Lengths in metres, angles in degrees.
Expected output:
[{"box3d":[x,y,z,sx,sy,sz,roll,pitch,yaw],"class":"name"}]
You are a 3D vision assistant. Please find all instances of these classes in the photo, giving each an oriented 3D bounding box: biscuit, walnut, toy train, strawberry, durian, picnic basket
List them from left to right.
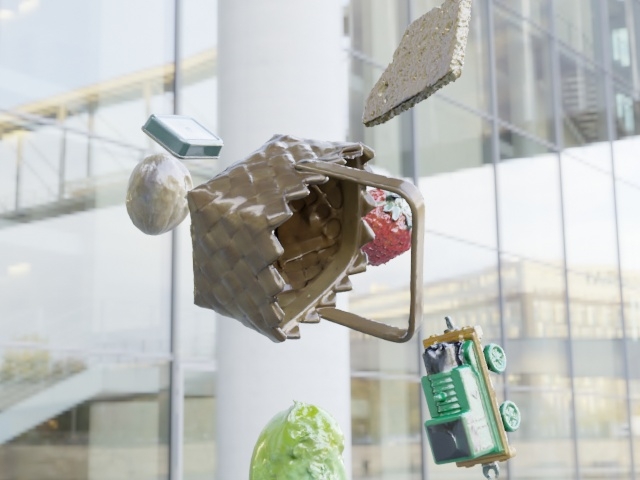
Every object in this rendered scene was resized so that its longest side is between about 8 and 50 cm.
[{"box3d":[-0.319,-0.091,2.205,0.140,0.162,0.140,-4,1,0],"class":"walnut"},{"box3d":[-0.031,0.470,2.160,0.204,0.339,0.256,-4,-3,-32],"class":"durian"},{"box3d":[0.000,0.000,1.588,0.321,0.254,0.291,16,34,27],"class":"picnic basket"},{"box3d":[0.098,-0.022,1.975,0.148,0.131,0.131,-30,-23,23],"class":"strawberry"},{"box3d":[0.130,-0.242,1.518,0.026,0.131,0.237,19,-20,-22],"class":"biscuit"},{"box3d":[0.191,0.215,1.500,0.091,0.227,0.136,-19,-5,37],"class":"toy train"}]

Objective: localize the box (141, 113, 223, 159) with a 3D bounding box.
[{"box3d":[-0.209,-0.160,1.713,0.091,0.031,0.126,38,19,20],"class":"box"}]
